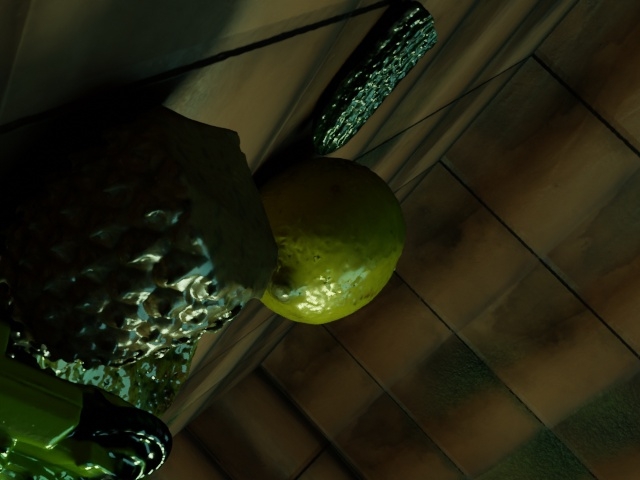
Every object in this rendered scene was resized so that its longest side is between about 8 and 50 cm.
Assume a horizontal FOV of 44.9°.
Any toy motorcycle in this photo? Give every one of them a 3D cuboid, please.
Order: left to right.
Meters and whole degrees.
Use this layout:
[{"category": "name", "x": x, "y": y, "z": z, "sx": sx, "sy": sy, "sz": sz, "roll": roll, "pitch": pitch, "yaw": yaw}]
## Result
[{"category": "toy motorcycle", "x": -0.283, "y": 0.139, "z": 0.571, "sx": 0.206, "sy": 0.342, "sz": 0.142, "roll": -32, "pitch": -141, "yaw": 32}]

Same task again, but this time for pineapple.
[{"category": "pineapple", "x": -0.223, "y": 0.035, "z": 0.695, "sx": 0.362, "sy": 0.202, "sz": 0.202, "roll": -27, "pitch": 175, "yaw": 13}]

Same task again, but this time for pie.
[{"category": "pie", "x": -0.222, "y": 0.099, "z": 0.896, "sx": 0.277, "sy": 0.079, "sz": 0.276, "roll": -43, "pitch": 139, "yaw": -53}]

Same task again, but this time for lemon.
[{"category": "lemon", "x": 0.000, "y": 0.000, "z": 1.219, "sx": 0.258, "sy": 0.258, "sz": 0.310, "roll": -50, "pitch": 175, "yaw": 38}]

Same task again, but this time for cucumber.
[{"category": "cucumber", "x": 0.063, "y": -0.218, "z": 1.070, "sx": 0.265, "sy": 0.077, "sz": 0.077, "roll": -46, "pitch": 172, "yaw": 27}]
